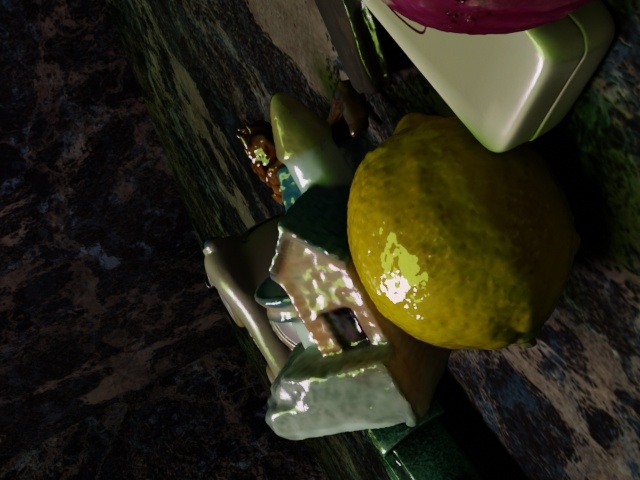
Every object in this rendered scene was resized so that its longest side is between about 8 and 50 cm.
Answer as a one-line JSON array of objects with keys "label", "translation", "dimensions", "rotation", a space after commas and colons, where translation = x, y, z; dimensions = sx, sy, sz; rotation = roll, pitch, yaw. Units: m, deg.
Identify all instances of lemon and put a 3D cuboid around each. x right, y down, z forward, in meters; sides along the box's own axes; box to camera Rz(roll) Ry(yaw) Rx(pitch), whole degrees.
[{"label": "lemon", "translation": [0.120, -0.007, 0.741], "dimensions": [0.231, 0.192, 0.192], "rotation": [64, 166, 12]}]

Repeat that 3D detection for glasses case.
[{"label": "glasses case", "translation": [0.087, -0.222, 0.668], "dimensions": [0.313, 0.070, 0.131], "rotation": [55, 158, 18]}]

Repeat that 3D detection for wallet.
[{"label": "wallet", "translation": [0.000, -0.301, 0.899], "dimensions": [0.165, 0.042, 0.310], "rotation": [-115, 2, -76]}]

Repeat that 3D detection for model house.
[{"label": "model house", "translation": [0.000, 0.000, 0.901], "dimensions": [0.194, 0.267, 0.325], "rotation": [-16, 112, 33]}]

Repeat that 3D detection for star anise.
[{"label": "star anise", "translation": [0.003, -0.102, 1.119], "dimensions": [0.237, 0.148, 0.346], "rotation": [40, 162, 0]}]

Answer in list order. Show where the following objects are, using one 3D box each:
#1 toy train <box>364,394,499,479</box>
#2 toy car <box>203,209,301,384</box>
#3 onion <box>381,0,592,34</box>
[{"label": "toy train", "translation": [0.173, 0.340, 1.239], "dimensions": [0.330, 0.138, 0.178], "rotation": [53, 177, 33]}, {"label": "toy car", "translation": [-0.015, 0.093, 1.305], "dimensions": [0.336, 0.242, 0.226], "rotation": [58, 168, 13]}, {"label": "onion", "translation": [0.072, -0.233, 0.448], "dimensions": [0.256, 0.272, 0.231], "rotation": [-78, -27, -48]}]
